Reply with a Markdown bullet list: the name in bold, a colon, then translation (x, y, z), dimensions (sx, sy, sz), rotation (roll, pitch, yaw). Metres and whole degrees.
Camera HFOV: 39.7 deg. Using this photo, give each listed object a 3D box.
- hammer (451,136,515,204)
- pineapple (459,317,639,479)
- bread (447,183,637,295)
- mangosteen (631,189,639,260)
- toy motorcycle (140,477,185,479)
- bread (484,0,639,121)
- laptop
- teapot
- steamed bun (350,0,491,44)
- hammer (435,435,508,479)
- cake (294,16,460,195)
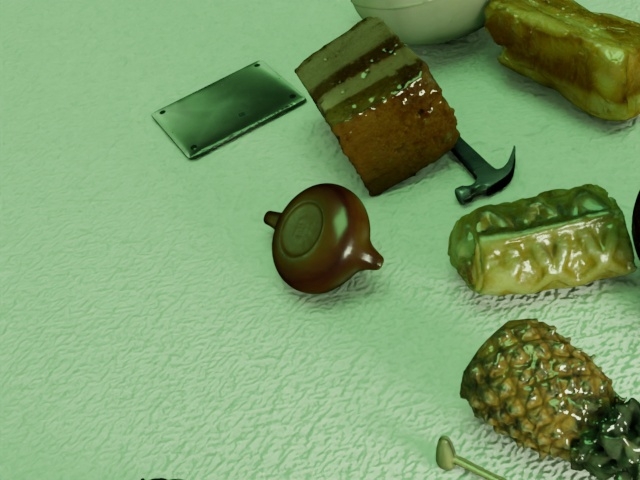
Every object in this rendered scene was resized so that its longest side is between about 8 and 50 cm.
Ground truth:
- **hammer**: translation (0.243, -0.181, 1.592), dimensions (0.137, 0.037, 0.290), rotation (-23, 47, -10)
- **pineapple**: translation (0.346, 0.237, 1.105), dimensions (0.340, 0.169, 0.169), rotation (36, 62, 27)
- **bread**: translation (0.326, 0.004, 1.340), dimensions (0.267, 0.130, 0.152), rotation (-12, 55, 0)
- **mangosteen**: translation (0.568, -0.006, 1.220), dimensions (0.288, 0.288, 0.288), rotation (-6, 46, 6)
- **toy motorcycle**: translation (-0.245, 0.387, 1.077), dimensions (0.263, 0.157, 0.091), rotation (-25, 45, -15)
- **bread**: translation (0.465, -0.348, 1.632), dimensions (0.195, 0.149, 0.344), rotation (-25, 46, -28)
- **laptop**: translation (-0.185, -0.268, 1.775), dimensions (0.269, 0.015, 0.187), rotation (-30, 48, -16)
- **teapot**: translation (0.000, 0.000, 1.425), dimensions (0.252, 0.135, 0.178), rotation (21, 83, 50)
- **steamed bun**: translation (0.232, -0.550, 1.756), dimensions (0.374, 0.334, 0.334), rotation (-25, 47, -17)
- **hammer**: translation (0.237, 0.304, 1.130), dimensions (0.195, 0.060, 0.028), rotation (22, 54, 23)
- **cake**: translation (0.090, -0.254, 1.572), dimensions (0.198, 0.196, 0.293), rotation (-34, 44, 6)
